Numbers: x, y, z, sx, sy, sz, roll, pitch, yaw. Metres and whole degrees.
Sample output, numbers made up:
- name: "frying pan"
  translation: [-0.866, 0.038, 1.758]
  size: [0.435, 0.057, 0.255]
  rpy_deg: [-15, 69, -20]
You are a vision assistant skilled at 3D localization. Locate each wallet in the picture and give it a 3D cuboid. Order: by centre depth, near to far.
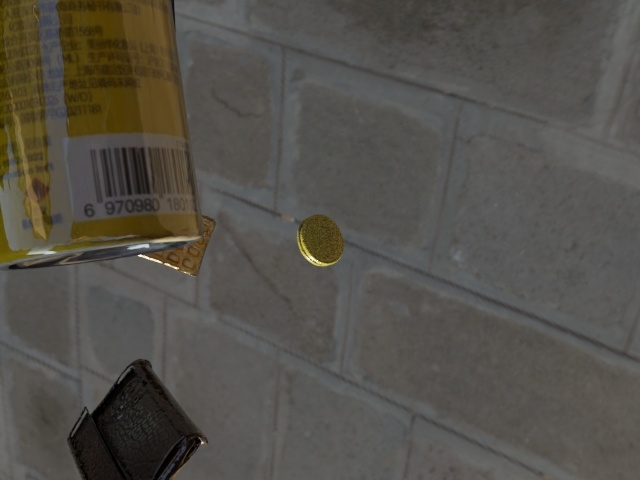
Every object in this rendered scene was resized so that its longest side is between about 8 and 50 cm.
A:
- name: "wallet"
  translation: [-0.200, 0.207, 0.922]
  size: [0.039, 0.133, 0.243]
  rpy_deg: [42, 172, -24]

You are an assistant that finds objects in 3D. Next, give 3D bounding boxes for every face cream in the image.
- name: "face cream"
  translation: [-0.132, -0.164, 0.434]
  size: [0.105, 0.105, 0.348]
  rpy_deg: [-11, 87, 38]

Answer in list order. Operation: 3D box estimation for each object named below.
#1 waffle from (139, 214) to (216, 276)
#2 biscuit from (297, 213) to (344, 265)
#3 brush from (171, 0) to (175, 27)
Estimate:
- name: "waffle"
  translation: [-0.226, -0.011, 1.280]
  size: [0.135, 0.021, 0.092]
  rpy_deg: [19, 85, -4]
- name: "biscuit"
  translation: [0.000, 0.000, 1.413]
  size: [0.023, 0.084, 0.084]
  rpy_deg: [-25, 96, 49]
- name: "brush"
  translation: [-0.160, -0.203, 0.961]
  size: [0.014, 0.051, 0.164]
  rpy_deg: [-1, 107, -1]
